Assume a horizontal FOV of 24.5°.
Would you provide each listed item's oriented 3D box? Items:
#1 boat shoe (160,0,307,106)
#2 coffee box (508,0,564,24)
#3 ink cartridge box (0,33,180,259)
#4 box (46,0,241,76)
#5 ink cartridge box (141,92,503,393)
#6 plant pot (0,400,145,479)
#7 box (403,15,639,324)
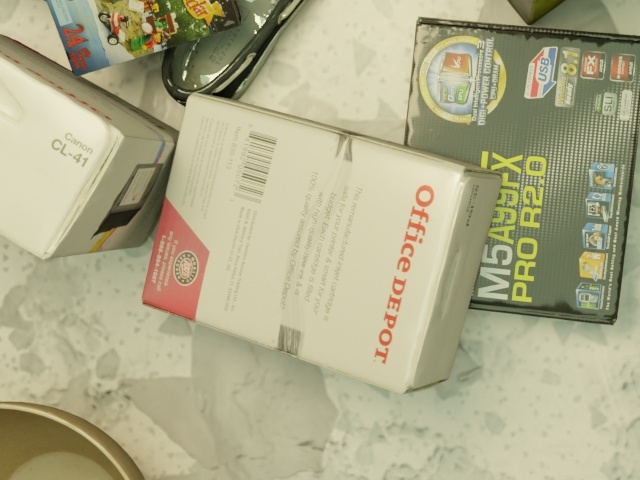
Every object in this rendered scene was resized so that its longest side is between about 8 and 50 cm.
[{"bbox_3d":[-0.054,-0.258,1.394,0.114,0.091,0.302,26,95,6],"label":"boat shoe"},{"bbox_3d":[0.216,-0.423,1.228,0.338,0.337,0.334,-37,88,7],"label":"coffee box"},{"bbox_3d":[-0.260,-0.093,1.320,0.226,0.306,0.131,31,96,6],"label":"ink cartridge box"},{"bbox_3d":[-0.181,-0.279,1.302,0.159,0.044,0.233,-17,109,4],"label":"box"},{"bbox_3d":[0.000,0.000,1.341,0.283,0.117,0.207,17,98,24],"label":"ink cartridge box"},{"bbox_3d":[-0.271,0.281,1.394,0.284,0.191,0.284,0,93,8],"label":"plant pot"},{"bbox_3d":[0.184,-0.065,1.385,0.216,0.060,0.270,7,93,7],"label":"box"}]
